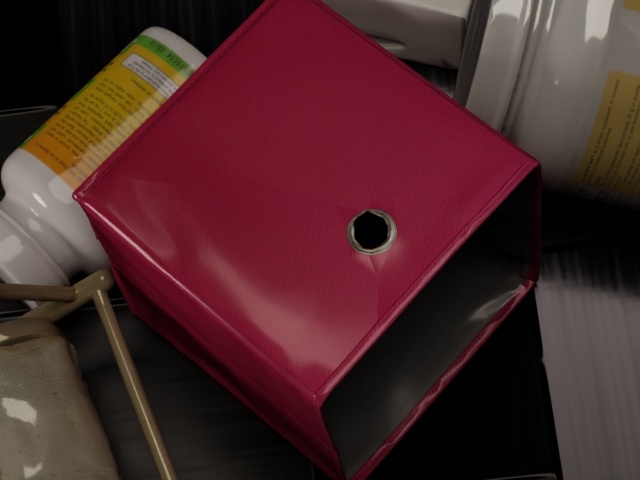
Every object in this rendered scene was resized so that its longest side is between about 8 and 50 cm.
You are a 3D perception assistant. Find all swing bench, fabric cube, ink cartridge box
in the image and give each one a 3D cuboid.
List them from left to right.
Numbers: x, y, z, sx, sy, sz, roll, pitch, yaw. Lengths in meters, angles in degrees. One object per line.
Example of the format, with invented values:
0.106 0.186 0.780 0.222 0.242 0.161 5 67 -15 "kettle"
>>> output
-0.257 0.188 1.428 0.254 0.165 0.253 -37 64 30 "swing bench"
0.000 0.000 1.449 0.258 0.259 0.254 39 76 19 "fabric cube"
0.082 -0.293 1.654 0.172 0.100 0.237 14 69 11 "ink cartridge box"

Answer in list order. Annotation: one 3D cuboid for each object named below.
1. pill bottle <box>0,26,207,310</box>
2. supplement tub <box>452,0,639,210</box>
-0.185 -0.056 1.556 0.136 0.136 0.245 40 75 19 "pill bottle"
0.287 -0.139 1.469 0.331 0.241 0.241 13 68 -1 "supplement tub"
